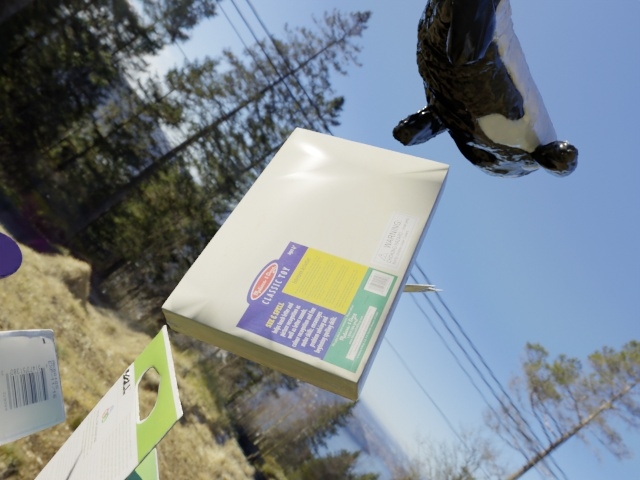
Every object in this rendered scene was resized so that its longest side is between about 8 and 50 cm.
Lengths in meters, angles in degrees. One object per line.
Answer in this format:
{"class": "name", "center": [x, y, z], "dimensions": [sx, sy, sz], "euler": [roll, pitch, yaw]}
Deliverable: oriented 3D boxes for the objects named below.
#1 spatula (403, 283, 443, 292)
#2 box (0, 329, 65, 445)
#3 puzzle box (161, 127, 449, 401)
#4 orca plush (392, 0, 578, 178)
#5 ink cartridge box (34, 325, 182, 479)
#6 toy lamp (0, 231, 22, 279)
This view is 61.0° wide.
{"class": "spatula", "center": [0.132, 0.102, 1.168], "dimensions": [0.168, 0.241, 0.019], "euler": [11, 79, -69]}
{"class": "box", "center": [-0.487, 0.196, 0.633], "dimensions": [0.148, 0.310, 0.121], "euler": [46, 31, -81]}
{"class": "puzzle box", "center": [0.000, 0.000, 0.782], "dimensions": [0.271, 0.409, 0.052], "euler": [18, -38, 16]}
{"class": "orca plush", "center": [0.104, -0.090, 0.395], "dimensions": [0.151, 0.102, 0.287], "euler": [59, 17, 8]}
{"class": "ink cartridge box", "center": [-0.192, 0.239, 0.527], "dimensions": [0.097, 0.255, 0.189], "euler": [40, -1, -24]}
{"class": "toy lamp", "center": [-0.508, 0.081, 0.753], "dimensions": [0.080, 0.274, 0.080], "euler": [37, 33, -29]}
